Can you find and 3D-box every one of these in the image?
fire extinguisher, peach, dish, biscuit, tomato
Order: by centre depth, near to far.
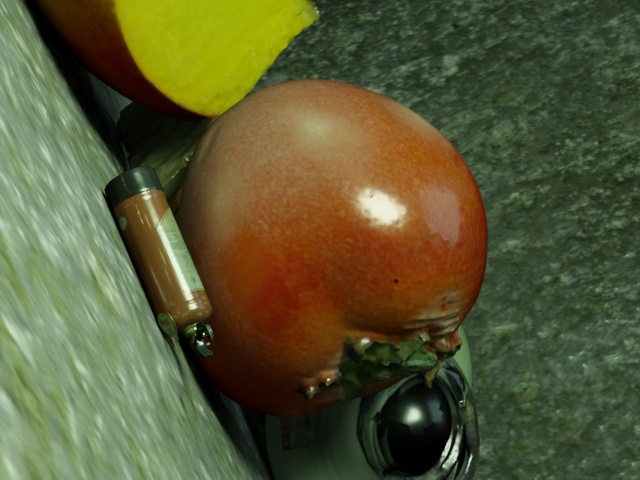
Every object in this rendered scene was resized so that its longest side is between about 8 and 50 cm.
[{"bbox_3d":[-0.129,0.024,1.263,0.177,0.050,0.062,65,-19,15],"label":"fire extinguisher"},{"bbox_3d":[0.000,0.000,1.414,0.321,0.321,0.321,156,-90,-90],"label":"tomato"},{"bbox_3d":[-0.167,-0.277,1.454,0.306,0.242,0.380,45,-4,34],"label":"peach"},{"bbox_3d":[-0.150,-0.115,1.552,0.032,0.133,0.250,49,9,-28],"label":"biscuit"},{"bbox_3d":[0.088,0.208,1.646,0.134,0.273,0.273,-15,-79,56],"label":"dish"}]

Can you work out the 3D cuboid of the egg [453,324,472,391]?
[{"bbox_3d":[0.047,0.146,1.922,0.336,0.278,0.278,-111,177,-60],"label":"egg"}]

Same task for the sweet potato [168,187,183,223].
[{"bbox_3d":[-0.165,-0.056,1.795,0.081,0.062,0.233,46,16,-38],"label":"sweet potato"}]
